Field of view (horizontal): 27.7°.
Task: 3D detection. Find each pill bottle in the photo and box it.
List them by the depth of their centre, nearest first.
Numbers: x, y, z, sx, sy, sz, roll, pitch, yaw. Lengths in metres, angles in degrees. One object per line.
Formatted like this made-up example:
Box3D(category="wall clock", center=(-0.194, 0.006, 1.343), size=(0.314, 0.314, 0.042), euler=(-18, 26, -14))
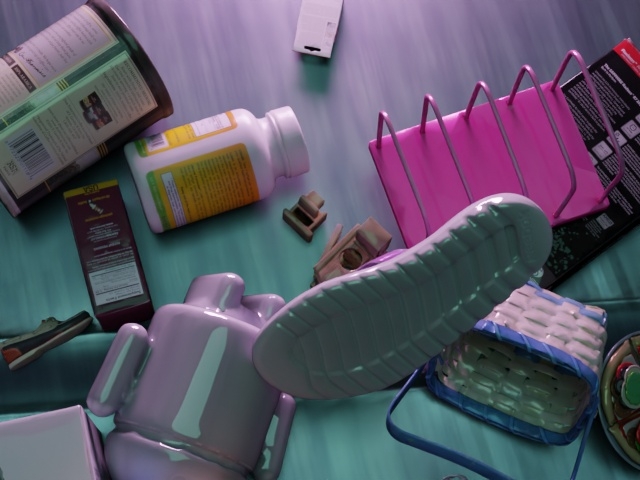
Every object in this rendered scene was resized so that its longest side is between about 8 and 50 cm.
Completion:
Box3D(category="pill bottle", center=(-0.147, -0.109, 1.863), size=(0.246, 0.136, 0.136), euler=(-18, 75, -8))

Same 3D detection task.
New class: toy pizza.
Box3D(category="toy pizza", center=(0.472, 0.224, 1.808), size=(0.201, 0.032, 0.201), euler=(5, 78, -25))

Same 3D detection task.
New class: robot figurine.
Box3D(category="robot figurine", center=(-0.163, 0.222, 1.734), size=(0.300, 0.200, 0.353), euler=(28, 72, -24))

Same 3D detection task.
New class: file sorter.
Box3D(category="file sorter", center=(0.237, -0.114, 1.764), size=(0.291, 0.182, 0.202), euler=(-18, 75, -5))

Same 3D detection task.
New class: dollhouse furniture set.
Box3D(category="dollhouse furniture set", center=(0.000, 0.000, 1.814), size=(0.161, 0.182, 0.101), euler=(43, 77, 9))

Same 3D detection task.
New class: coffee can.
Box3D(category="coffee can", center=(-0.378, -0.190, 1.843), size=(0.275, 0.201, 0.201), euler=(-35, 78, -11))

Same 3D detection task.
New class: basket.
Box3D(category="basket", center=(0.256, 0.199, 1.738), size=(0.255, 0.201, 0.289), euler=(25, 48, 15))

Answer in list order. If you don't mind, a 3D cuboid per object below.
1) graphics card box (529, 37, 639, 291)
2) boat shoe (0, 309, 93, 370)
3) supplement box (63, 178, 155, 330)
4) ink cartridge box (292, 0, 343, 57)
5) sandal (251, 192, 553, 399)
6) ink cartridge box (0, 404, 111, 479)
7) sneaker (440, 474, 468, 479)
Box3D(category="graphics card box", center=(0.378, -0.100, 1.905), size=(0.371, 0.094, 0.233), euler=(-36, 78, -12))
Box3D(category="boat shoe", center=(-0.388, 0.132, 1.831), size=(0.137, 0.049, 0.043), euler=(-30, 75, -5))
Box3D(category="supplement box", center=(-0.298, 0.022, 1.835), size=(0.081, 0.104, 0.188), euler=(-16, 76, -7))
Box3D(category="ink cartridge box", center=(-0.004, -0.333, 1.991), size=(0.063, 0.029, 0.115), euler=(11, 75, 0))
Box3D(category="sandal", center=(0.108, 0.075, 1.672), size=(0.416, 0.102, 0.169), euler=(-27, 111, 6))
Box3D(category="ink cartridge box", center=(-0.436, 0.320, 1.681), size=(0.307, 0.223, 0.129), euler=(-11, 74, -6))
Box3D(category="sneaker", center=(0.213, 0.489, 1.703), size=(0.210, 0.137, 0.366), euler=(-38, 75, -9))
